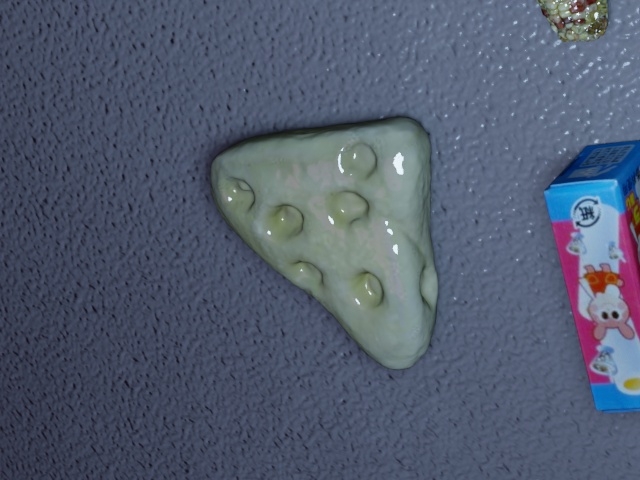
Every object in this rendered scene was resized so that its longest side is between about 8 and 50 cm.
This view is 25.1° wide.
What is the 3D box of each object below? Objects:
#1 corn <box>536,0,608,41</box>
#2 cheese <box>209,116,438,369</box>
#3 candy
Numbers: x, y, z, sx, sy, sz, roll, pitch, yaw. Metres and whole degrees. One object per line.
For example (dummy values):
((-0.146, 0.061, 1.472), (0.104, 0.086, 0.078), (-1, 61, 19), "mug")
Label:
((0.271, -0.372, 1.685), (0.098, 0.098, 0.289), (-12, 109, 32), "corn")
((0.000, 0.000, 1.977), (0.328, 0.129, 0.350), (5, 112, 24), "cheese")
((0.376, 0.045, 1.776), (0.100, 0.157, 0.305), (-6, 108, 30), "candy")
